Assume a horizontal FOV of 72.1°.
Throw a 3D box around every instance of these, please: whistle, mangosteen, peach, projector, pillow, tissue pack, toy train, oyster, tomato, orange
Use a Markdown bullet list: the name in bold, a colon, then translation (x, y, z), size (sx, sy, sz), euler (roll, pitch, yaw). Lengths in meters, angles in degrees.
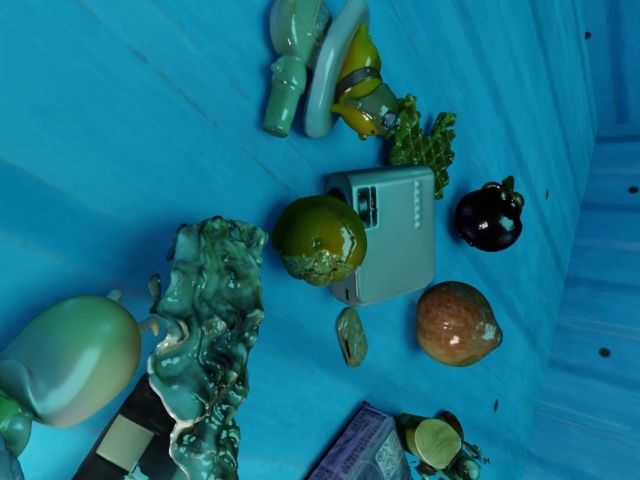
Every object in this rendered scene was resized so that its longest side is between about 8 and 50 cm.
- **whistle**: translation (-0.038, -0.290, 0.700), size (0.126, 0.067, 0.258), euler (23, 81, -53)
- **mangosteen**: translation (0.498, -0.079, 1.260), size (0.230, 0.194, 0.194), euler (-51, 137, 5)
- **peach**: translation (0.356, 0.217, 1.120), size (0.233, 0.233, 0.232), euler (-10, 103, -49)
- **projector**: translation (0.116, -0.016, 0.861), size (0.198, 0.108, 0.250), euler (-13, 107, -29)
- **pillow**: translation (-0.230, 0.308, 0.531), size (0.249, 0.106, 0.186), euler (-58, 134, -33)
- **tissue pack**: translation (0.054, 0.554, 0.899), size (0.361, 0.122, 0.259), euler (-38, 121, -38)
- **toy train**: translation (0.248, 0.480, 0.994), size (0.126, 0.190, 0.307), euler (-56, 171, -17)
- **oyster**: translation (-0.124, 0.110, 0.534), size (0.237, 0.115, 0.351), euler (97, -1, -47)
- **tomato**: translation (0.376, 0.606, 1.313), size (0.166, 0.082, 0.174), euler (20, 82, -49)
- **orange**: translation (0.000, 0.000, 0.727), size (0.134, 0.157, 0.156), euler (-38, 129, -77)

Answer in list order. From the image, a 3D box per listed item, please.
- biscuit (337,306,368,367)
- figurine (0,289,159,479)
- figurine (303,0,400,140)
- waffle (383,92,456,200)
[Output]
- **biscuit**: translation (0.070, 0.208, 0.939), size (0.071, 0.018, 0.147), euler (-43, 125, -41)
- **figurine**: translation (-0.296, 0.158, 0.355), size (0.394, 0.227, 0.274), euler (-45, 155, -48)
- **figurine**: translation (0.081, -0.273, 0.736), size (0.249, 0.141, 0.166), euler (-72, 163, 6)
- **waffle**: translation (0.231, -0.194, 1.035), size (0.293, 0.069, 0.259), euler (0, 99, -50)
